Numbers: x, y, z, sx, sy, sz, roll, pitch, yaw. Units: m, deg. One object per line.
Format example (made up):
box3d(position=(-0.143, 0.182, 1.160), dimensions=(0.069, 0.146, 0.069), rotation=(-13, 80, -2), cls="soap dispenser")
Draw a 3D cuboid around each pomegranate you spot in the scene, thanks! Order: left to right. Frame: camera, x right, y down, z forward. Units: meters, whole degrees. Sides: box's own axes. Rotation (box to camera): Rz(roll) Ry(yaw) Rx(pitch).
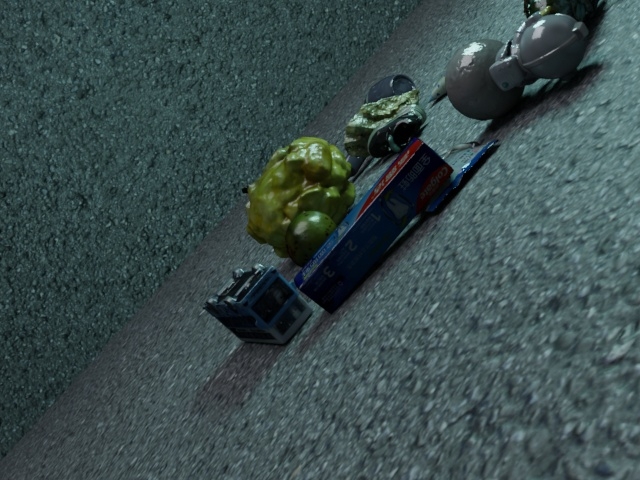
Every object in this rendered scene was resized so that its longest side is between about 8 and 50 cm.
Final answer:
box3d(position=(-0.007, 0.004, 1.683), dimensions=(0.130, 0.130, 0.130), rotation=(-43, 12, 11), cls="pomegranate")

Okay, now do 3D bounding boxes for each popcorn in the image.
box3d(position=(-0.049, -0.099, 1.929), dimensions=(0.286, 0.215, 0.252), rotation=(-46, 17, 20), cls="popcorn")

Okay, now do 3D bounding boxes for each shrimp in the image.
box3d(position=(0.459, -0.455, 1.583), dimensions=(0.172, 0.137, 0.372), rotation=(-11, 34, 27), cls="shrimp")

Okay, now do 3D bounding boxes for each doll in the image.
box3d(position=(0.329, -0.296, 1.444), dimensions=(0.151, 0.151, 0.287), rotation=(-51, 16, -25), cls="doll")

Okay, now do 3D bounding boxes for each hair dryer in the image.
box3d(position=(0.099, -0.247, 2.217), dimensions=(0.361, 0.121, 0.301), rotation=(-58, 7, -26), cls="hair dryer")

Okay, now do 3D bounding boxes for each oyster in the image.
box3d(position=(0.152, -0.269, 2.056), dimensions=(0.209, 0.133, 0.072), rotation=(-22, 28, -6), cls="oyster")

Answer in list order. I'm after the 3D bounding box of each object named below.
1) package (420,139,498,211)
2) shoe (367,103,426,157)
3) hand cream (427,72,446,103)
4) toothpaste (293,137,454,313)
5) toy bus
box3d(position=(0.215, -0.110, 1.485), dimensions=(0.171, 0.027, 0.173), rotation=(-45, 14, -10), cls="package")
box3d(position=(0.171, -0.236, 1.978), dimensions=(0.169, 0.071, 0.099), rotation=(-38, 20, 30), cls="shoe")
box3d(position=(0.314, -0.386, 2.040), dimensions=(0.170, 0.043, 0.065), rotation=(-34, 19, 52), cls="hand cream")
box3d(position=(0.087, -0.025, 1.441), dimensions=(0.320, 0.076, 0.066), rotation=(-49, 17, 4), cls="toothpaste")
box3d(position=(-0.128, 0.123, 1.631), dimensions=(0.106, 0.131, 0.297), rotation=(-49, 13, -18), cls="toy bus")
